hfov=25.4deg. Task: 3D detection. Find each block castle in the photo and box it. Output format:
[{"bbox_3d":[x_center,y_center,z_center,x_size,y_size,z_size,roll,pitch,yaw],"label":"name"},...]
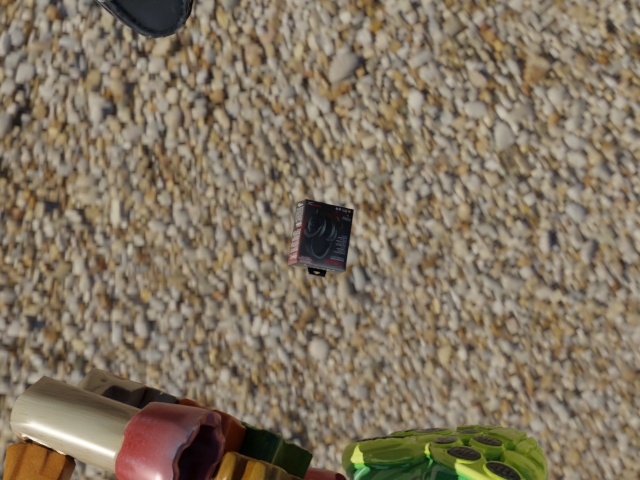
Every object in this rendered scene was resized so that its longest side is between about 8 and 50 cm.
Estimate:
[{"bbox_3d":[-0.116,0.301,1.231,0.213,0.453,0.303,16,79,20],"label":"block castle"}]

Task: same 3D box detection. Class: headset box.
[{"bbox_3d":[0.000,0.000,1.632,0.062,0.032,0.083,13,78,-19],"label":"headset box"}]

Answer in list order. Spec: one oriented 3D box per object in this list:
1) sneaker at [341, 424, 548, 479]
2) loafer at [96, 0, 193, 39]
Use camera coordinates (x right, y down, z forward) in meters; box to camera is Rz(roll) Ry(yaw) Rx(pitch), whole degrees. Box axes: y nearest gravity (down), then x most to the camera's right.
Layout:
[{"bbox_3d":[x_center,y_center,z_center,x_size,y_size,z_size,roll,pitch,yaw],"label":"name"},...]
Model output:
[{"bbox_3d":[0.133,0.254,1.444,0.109,0.295,0.123,-11,89,-31],"label":"sneaker"},{"bbox_3d":[-0.189,-0.291,1.189,0.109,0.095,0.302,-23,122,1],"label":"loafer"}]
